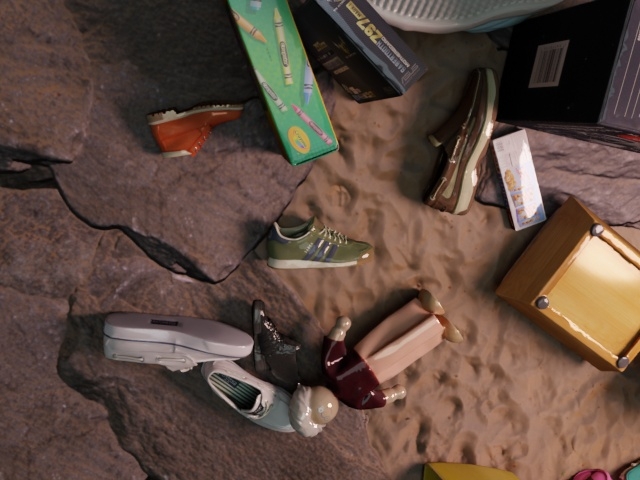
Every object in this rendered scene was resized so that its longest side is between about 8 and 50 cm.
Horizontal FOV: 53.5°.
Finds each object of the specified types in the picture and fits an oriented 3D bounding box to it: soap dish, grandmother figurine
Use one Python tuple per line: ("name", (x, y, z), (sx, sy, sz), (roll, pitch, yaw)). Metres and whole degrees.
("soap dish", (0.510, 0.093, 1.185), (0.291, 0.118, 0.229), (35, 96, -14))
("grandmother figurine", (0.082, 0.227, 1.152), (0.342, 0.104, 0.208), (-38, 97, -5))

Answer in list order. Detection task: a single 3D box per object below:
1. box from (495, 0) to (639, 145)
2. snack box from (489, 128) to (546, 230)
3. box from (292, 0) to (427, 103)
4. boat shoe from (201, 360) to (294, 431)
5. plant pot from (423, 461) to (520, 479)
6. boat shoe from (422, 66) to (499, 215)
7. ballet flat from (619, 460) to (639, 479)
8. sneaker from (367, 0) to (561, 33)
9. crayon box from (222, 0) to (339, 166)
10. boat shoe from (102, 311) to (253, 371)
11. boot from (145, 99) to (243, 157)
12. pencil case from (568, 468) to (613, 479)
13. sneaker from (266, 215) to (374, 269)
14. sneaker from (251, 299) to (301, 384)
("box", (0.496, -0.238, 0.988), (0.312, 0.343, 0.179), (9, 100, -10))
("snack box", (0.362, -0.110, 1.163), (0.064, 0.022, 0.178), (-20, 105, -5))
("box", (0.044, -0.295, 0.960), (0.183, 0.233, 0.059), (44, 87, -16))
("boat shoe", (-0.123, 0.294, 1.155), (0.226, 0.076, 0.083), (33, 96, -15))
("plant pot", (0.328, 0.563, 1.235), (0.187, 0.212, 0.212), (-3, 104, -22))
("boat shoe", (0.234, -0.172, 1.094), (0.095, 0.095, 0.257), (9, 102, -5))
("ballet flat", (0.746, 0.483, 1.345), (0.241, 0.091, 0.077), (-19, 136, 0))
("sneaker", (0.209, -0.375, 1.000), (0.366, 0.150, 0.135), (-7, 87, -18))
("crayon box", (-0.066, -0.264, 0.985), (0.081, 0.165, 0.278), (-22, 106, -3))
("boat shoe", (-0.249, 0.185, 1.110), (0.258, 0.095, 0.084), (10, 106, 0))
("boot", (-0.198, -0.184, 1.043), (0.158, 0.059, 0.084), (-12, 108, 3))
("pencil case", (0.600, 0.581, 1.330), (0.098, 0.095, 0.209), (-45, 107, -33))
("sneaker", (0.000, 0.000, 1.109), (0.192, 0.064, 0.086), (-3, 109, -5))
("sneaker", (-0.078, 0.184, 1.151), (0.089, 0.051, 0.170), (-3, 108, -8))
